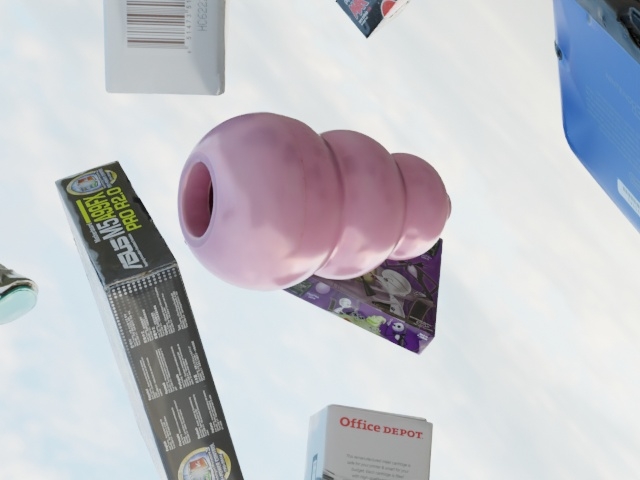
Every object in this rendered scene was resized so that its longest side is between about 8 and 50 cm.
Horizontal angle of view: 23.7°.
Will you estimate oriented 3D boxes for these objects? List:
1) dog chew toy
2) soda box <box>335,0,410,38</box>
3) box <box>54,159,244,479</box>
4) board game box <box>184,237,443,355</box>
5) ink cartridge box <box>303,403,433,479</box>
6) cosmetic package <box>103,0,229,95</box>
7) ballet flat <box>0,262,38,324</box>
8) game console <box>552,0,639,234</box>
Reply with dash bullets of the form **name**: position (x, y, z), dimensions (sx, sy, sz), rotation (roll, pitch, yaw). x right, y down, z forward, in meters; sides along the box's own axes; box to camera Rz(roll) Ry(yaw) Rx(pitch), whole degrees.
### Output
- **dog chew toy**: position (0.006, -0.043, 1.780), dimensions (0.332, 0.206, 0.206), rotation (1, -142, -28)
- **soda box**: position (0.074, -0.275, 1.583), dimensions (0.060, 0.053, 0.169), rotation (50, 159, 2)
- **box**: position (-0.134, 0.095, 1.242), dimensions (0.216, 0.060, 0.270), rotation (-127, 20, -59)
- **board game box**: position (0.000, 0.000, 2.011), dimensions (0.347, 0.056, 0.208), rotation (26, -146, -13)
- **ink cartridge box**: position (0.057, 0.325, 1.957), dimensions (0.148, 0.086, 0.203), rotation (12, -110, -15)
- **cosmetic package**: position (-0.205, -0.381, 2.119), dimensions (0.161, 0.230, 0.453), rotation (1, -154, -3)
- **ballet flat**: position (-0.330, 0.041, 1.476), dimensions (0.068, 0.072, 0.213), rotation (57, -176, 6)
- **game console**: position (0.280, -0.115, 0.969), dimensions (0.293, 0.173, 0.250), rotation (-117, 12, -52)
